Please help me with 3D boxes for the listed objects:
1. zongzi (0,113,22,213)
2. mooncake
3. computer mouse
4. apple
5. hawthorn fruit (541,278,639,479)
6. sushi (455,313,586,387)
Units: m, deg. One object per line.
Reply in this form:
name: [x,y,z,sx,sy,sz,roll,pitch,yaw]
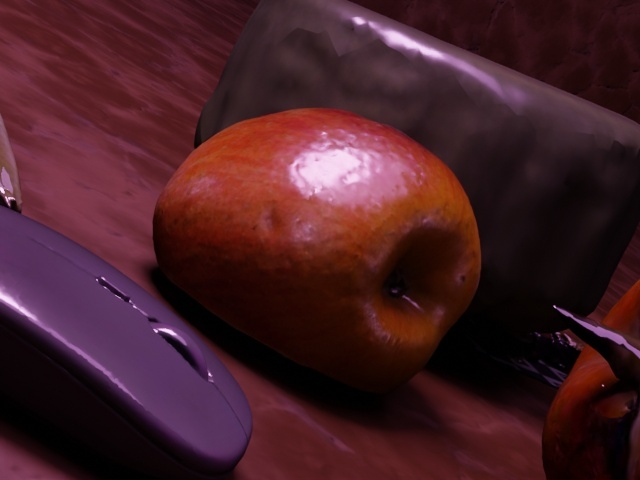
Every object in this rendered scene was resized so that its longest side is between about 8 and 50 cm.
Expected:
zongzi: [-0.276,-0.132,0.672,0.251,0.125,0.274,38,8,-46]
mooncake: [0.080,-0.064,1.082,0.356,0.194,0.356,21,11,-4]
computer mouse: [-0.129,0.027,0.592,0.232,0.057,0.120,31,12,2]
apple: [0.000,0.000,0.837,0.173,0.160,0.195,12,-10,42]
hawthorn fruit: [0.252,0.108,0.734,0.301,0.268,0.268,28,12,0]
sushi: [0.194,0.088,1.182,0.201,0.031,0.139,24,13,-27]
